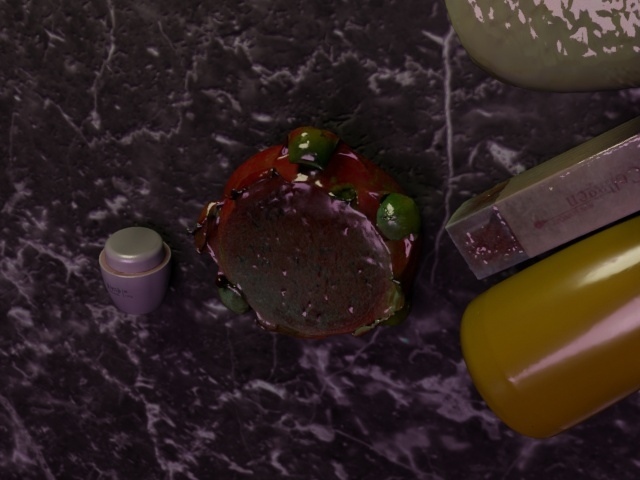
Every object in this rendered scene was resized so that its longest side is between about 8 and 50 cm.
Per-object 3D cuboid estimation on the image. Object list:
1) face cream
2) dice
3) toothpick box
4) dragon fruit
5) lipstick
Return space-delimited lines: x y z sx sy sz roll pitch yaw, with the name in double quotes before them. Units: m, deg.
"face cream" -0.235 0.039 1.605 0.091 0.091 0.095 14 127 19
"dice" 0.249 -0.283 1.103 0.252 0.250 0.254 -1 114 27
"toothpick box" 0.297 0.081 1.316 0.271 0.175 0.175 -34 97 32
"dragon fruit" 0.000 0.000 1.444 0.295 0.130 0.268 -15 108 31
"lipstick" 0.304 -0.069 1.290 0.371 0.080 0.076 -27 100 35
